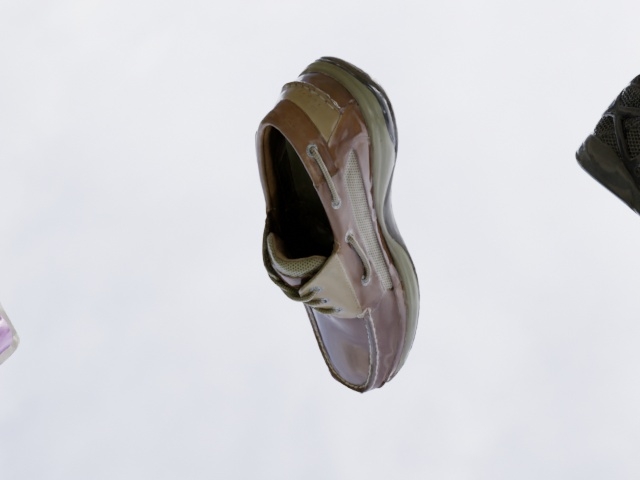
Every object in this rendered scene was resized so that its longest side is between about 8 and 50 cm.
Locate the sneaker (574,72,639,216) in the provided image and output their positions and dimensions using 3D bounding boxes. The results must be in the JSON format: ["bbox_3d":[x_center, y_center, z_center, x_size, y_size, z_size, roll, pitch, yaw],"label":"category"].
[{"bbox_3d":[0.306,-0.061,1.258,0.227,0.087,0.130,48,-61,43],"label":"sneaker"}]

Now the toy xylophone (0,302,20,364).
[{"bbox_3d":[-0.335,0.054,0.847,0.322,0.081,0.236,8,-148,39],"label":"toy xylophone"}]

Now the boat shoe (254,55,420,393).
[{"bbox_3d":[0.000,0.000,1.406,0.122,0.324,0.120,20,-138,39],"label":"boat shoe"}]
